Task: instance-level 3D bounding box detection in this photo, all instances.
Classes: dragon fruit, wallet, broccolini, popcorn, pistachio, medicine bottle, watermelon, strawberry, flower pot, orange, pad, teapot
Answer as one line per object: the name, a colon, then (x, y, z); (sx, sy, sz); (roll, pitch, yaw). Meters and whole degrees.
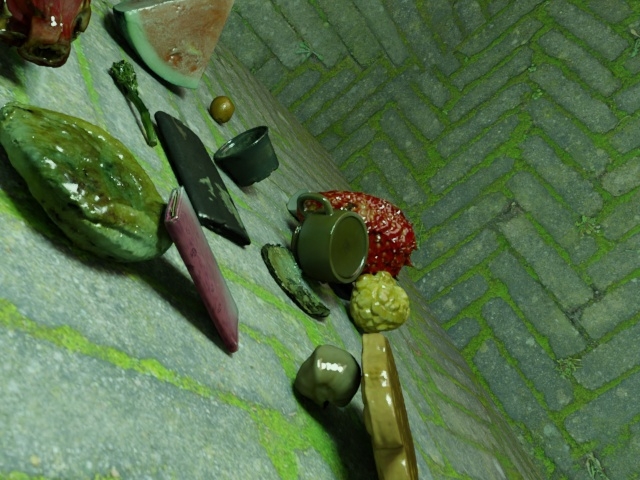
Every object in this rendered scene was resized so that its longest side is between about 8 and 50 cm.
dragon fruit: (-0.450, -0.407, 0.883); (0.250, 0.250, 0.315); (35, 27, -56)
wallet: (-0.167, 0.044, 0.897); (0.119, 0.025, 0.232); (-108, 178, -63)
broccolini: (-0.375, -0.282, 1.262); (0.239, 0.051, 0.054); (59, -32, 26)
popcorn: (0.158, 0.168, 1.649); (0.180, 0.180, 0.170); (47, -4, -25)
pistachio: (0.016, 0.228, 1.044); (0.113, 0.113, 0.149); (52, 10, 3)
medicine bottle: (-0.013, -0.070, 1.924); (0.188, 0.088, 0.132); (45, 13, -34)
watermelon: (-0.372, -0.529, 1.577); (0.283, 0.293, 0.250); (47, 41, -28)
strawberry: (0.104, -0.023, 1.741); (0.343, 0.292, 0.292); (31, 23, -47)
wallet: (-0.246, -0.133, 1.294); (0.170, 0.044, 0.321); (39, 17, -56)
flower pot: (-0.178, -0.209, 1.572); (0.106, 0.157, 0.157); (59, 7, -26)
orange: (-0.296, -0.394, 1.855); (0.085, 0.085, 0.085); (49, 11, -13)
pad: (0.050, 0.110, 1.825); (0.181, 0.004, 0.267); (57, 12, 22)
teapot: (0.000, 0.000, 1.538); (0.185, 0.175, 0.267); (-44, 128, -45)

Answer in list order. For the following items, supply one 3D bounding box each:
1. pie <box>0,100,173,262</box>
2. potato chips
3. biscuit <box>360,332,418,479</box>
pie: (-0.302, -0.084, 0.821); (0.277, 0.078, 0.277); (51, 9, -12)
potato chips: (-0.056, 0.093, 1.406); (0.220, 0.029, 0.202); (49, 11, -1)
biscuit: (0.116, 0.317, 1.038); (0.351, 0.057, 0.312); (-83, 158, -69)
